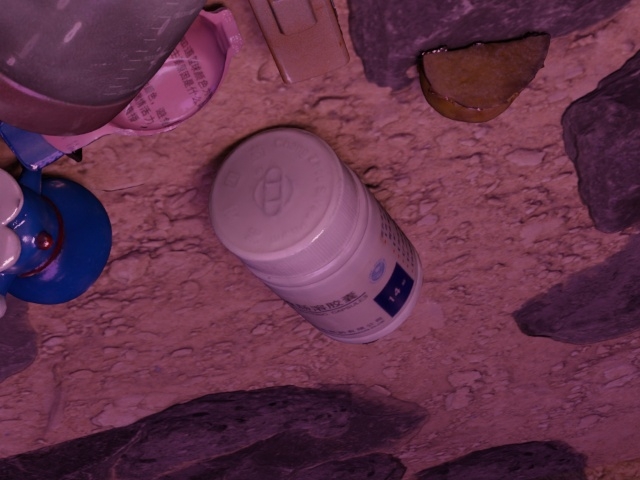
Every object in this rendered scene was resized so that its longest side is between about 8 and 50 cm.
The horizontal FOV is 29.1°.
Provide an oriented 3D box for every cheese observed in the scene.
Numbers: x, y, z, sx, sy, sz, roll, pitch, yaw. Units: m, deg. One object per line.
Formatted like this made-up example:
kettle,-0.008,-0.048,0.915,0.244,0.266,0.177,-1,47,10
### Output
cheese,-0.215,-0.168,1.362,0.286,0.074,0.189,-30,143,-2

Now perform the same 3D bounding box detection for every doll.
doll,-0.360,-0.004,1.494,0.161,0.215,0.257,12,172,16

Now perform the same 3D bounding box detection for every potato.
potato,0.209,-0.189,1.538,0.172,0.100,0.089,-13,155,-9

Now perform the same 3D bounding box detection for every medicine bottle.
medicine bottle,0.000,0.000,1.662,0.190,0.190,0.332,-23,149,14

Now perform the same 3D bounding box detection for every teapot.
teapot,-0.170,-0.279,1.116,0.312,0.233,0.315,-37,177,38

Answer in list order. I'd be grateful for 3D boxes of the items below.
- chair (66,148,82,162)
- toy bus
chair,-0.371,-0.133,1.390,0.101,0.084,0.212,-28,148,15
toy bus,-0.032,-0.256,1.308,0.091,0.103,0.182,-18,149,4
